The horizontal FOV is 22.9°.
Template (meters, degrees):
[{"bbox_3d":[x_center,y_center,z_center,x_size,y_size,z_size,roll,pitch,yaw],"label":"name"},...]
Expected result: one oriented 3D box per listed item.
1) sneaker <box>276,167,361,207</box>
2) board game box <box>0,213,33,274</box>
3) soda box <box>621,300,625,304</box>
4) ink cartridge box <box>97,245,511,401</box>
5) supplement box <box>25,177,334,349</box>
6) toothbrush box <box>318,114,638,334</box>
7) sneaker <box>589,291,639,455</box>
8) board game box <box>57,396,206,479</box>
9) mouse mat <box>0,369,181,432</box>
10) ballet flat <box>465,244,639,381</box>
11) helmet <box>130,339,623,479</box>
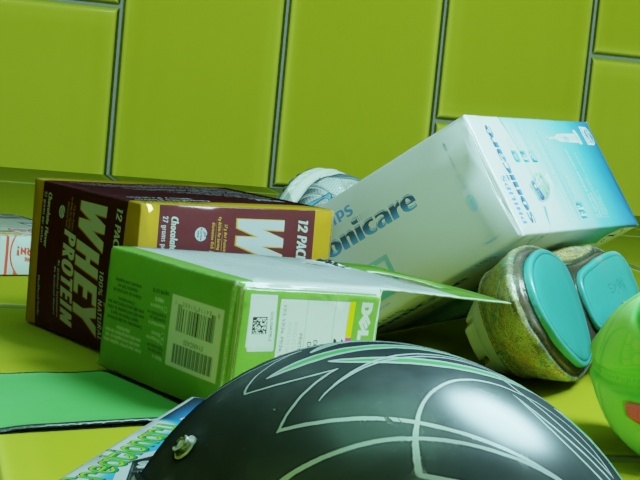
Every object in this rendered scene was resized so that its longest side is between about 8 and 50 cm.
[{"bbox_3d":[0.000,0.000,1.757,0.122,0.110,0.283,9,23,26],"label":"sneaker"},{"bbox_3d":[-0.357,0.001,1.745,0.146,0.045,0.193,1,8,-38],"label":"board game box"},{"bbox_3d":[0.371,0.100,1.374,0.216,0.069,0.074,5,6,-1],"label":"soda box"},{"bbox_3d":[-0.011,0.068,1.209,0.255,0.097,0.188,5,5,-35],"label":"ink cartridge box"},{"bbox_3d":[-0.124,0.022,1.362,0.191,0.129,0.194,1,7,-36],"label":"supplement box"},{"bbox_3d":[0.142,-0.014,1.521,0.216,0.126,0.295,-31,-14,27],"label":"toothbrush box"},{"bbox_3d":[0.430,0.078,1.106,0.482,0.185,0.202,7,10,3],"label":"sneaker"},{"bbox_3d":[-0.017,0.137,0.743,0.193,0.053,0.305,8,6,12],"label":"board game box"},{"bbox_3d":[-0.196,0.108,1.078,0.189,0.007,0.152,0,8,-35],"label":"mouse mat"},{"bbox_3d":[0.190,0.068,1.386,0.123,0.123,0.348,8,6,23],"label":"ballet flat"},{"bbox_3d":[0.022,0.112,0.494,0.169,0.162,0.169,5,6,-1],"label":"helmet"}]
